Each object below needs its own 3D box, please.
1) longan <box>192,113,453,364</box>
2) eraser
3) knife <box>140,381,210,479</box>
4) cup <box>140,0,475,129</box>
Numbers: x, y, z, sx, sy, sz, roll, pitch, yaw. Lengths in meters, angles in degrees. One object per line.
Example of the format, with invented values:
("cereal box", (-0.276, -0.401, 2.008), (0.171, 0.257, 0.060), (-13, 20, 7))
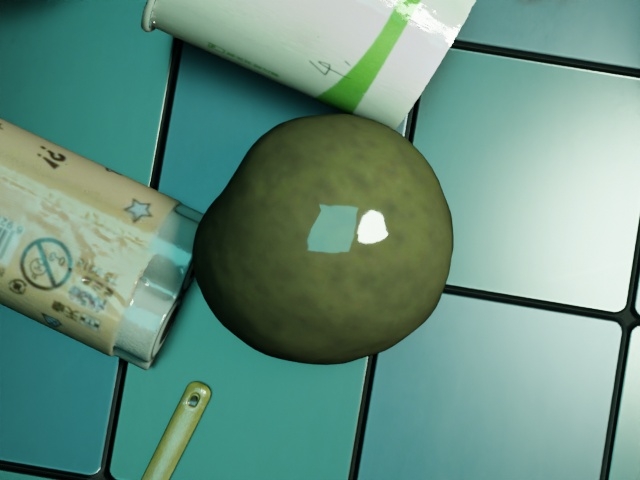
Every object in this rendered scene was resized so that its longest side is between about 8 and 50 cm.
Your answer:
("longan", (0.000, 0.000, 1.210), (0.248, 0.248, 0.248), (0, 87, 1))
("eraser", (-0.269, -0.005, 1.280), (0.290, 0.087, 0.171), (25, 90, 3))
("knife", (-0.177, 0.282, 1.294), (0.047, 0.017, 0.298), (27, 87, -4))
("cup", (0.002, -0.249, 1.220), (0.274, 0.253, 0.253), (29, 87, -3))
